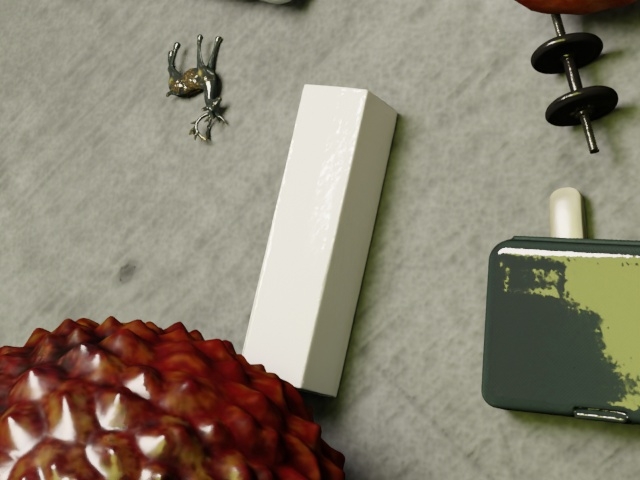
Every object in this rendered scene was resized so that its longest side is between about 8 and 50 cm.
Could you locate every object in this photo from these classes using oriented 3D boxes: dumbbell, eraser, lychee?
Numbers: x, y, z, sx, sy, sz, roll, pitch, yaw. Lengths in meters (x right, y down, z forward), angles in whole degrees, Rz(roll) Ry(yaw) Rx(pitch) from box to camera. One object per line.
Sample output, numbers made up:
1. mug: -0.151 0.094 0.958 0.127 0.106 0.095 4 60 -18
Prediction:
1. dumbbell: 0.235 -0.149 1.215 0.069 0.069 0.147 -21 69 23
2. eraser: -0.001 0.000 1.302 0.076 0.078 0.298 8 82 30
3. lychee: -0.161 0.298 1.133 0.424 0.424 0.500 -36 54 17

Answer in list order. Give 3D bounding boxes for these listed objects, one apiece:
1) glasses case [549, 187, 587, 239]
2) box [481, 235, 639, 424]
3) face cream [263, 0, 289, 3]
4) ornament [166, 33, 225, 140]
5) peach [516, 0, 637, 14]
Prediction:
1. glasses case: 0.229 -0.008 1.210 0.032 0.021 0.083 -9 75 28
2. box: 0.255 0.079 1.147 0.230 0.050 0.160 3 88 29
3. face cream: -0.142 -0.336 1.466 0.314 0.089 0.143 26 92 39
4. ornament: -0.139 -0.164 1.450 0.073 0.028 0.125 -15 69 25
5. peach: 0.226 -0.331 1.155 0.232 0.257 0.232 -13 55 20
